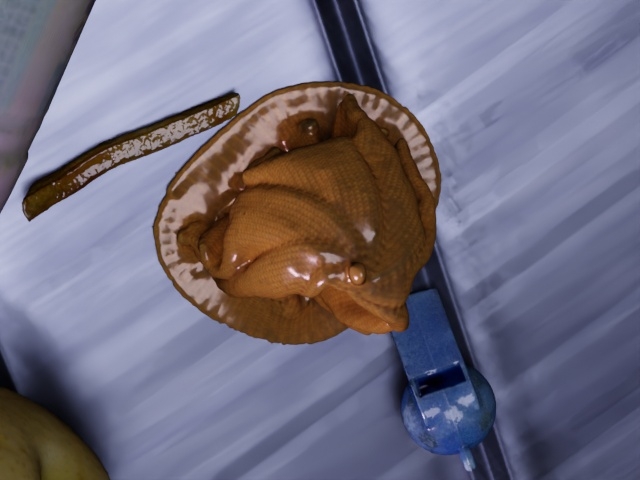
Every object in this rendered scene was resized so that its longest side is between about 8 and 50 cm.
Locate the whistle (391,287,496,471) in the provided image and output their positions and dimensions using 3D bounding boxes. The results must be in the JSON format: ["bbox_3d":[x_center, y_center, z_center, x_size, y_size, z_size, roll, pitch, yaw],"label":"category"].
[{"bbox_3d":[0.105,0.129,1.657,0.090,0.090,0.158,-17,66,-5],"label":"whistle"}]

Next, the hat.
[{"bbox_3d":[0.000,0.000,1.522,0.244,0.233,0.234,6,101,-12],"label":"hat"}]

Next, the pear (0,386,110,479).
[{"bbox_3d":[-0.311,0.261,1.506,0.309,0.309,0.309,-2,103,-9],"label":"pear"}]

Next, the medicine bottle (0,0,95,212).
[{"bbox_3d":[-0.330,-0.112,1.440,0.235,0.236,0.406,23,98,-13],"label":"medicine bottle"}]

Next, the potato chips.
[{"bbox_3d":[-0.158,-0.074,1.584,0.204,0.037,0.026,-26,116,-8],"label":"potato chips"}]
